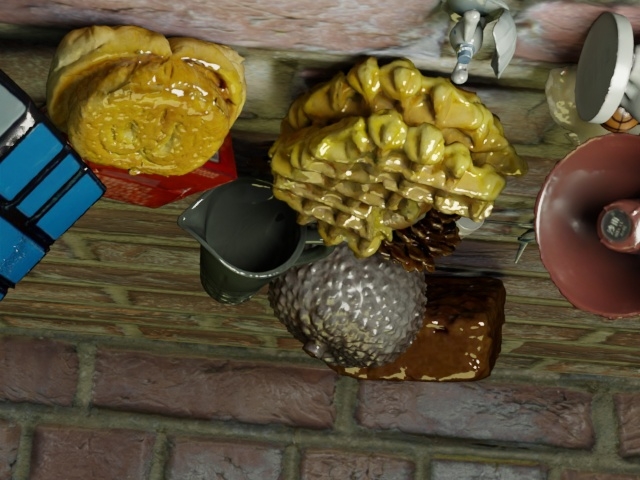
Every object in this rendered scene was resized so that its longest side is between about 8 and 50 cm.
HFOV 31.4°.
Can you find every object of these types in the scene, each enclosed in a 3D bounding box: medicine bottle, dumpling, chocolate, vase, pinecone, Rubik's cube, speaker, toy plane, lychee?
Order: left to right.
[{"bbox_3d":[-0.458,-0.086,1.270,0.293,0.283,0.288,38,172,15],"label":"Rubik's cube"},{"bbox_3d":[-0.268,-0.132,1.586,0.237,0.108,0.235,16,162,-34],"label":"chocolate"},{"bbox_3d":[-0.110,0.018,1.769,0.251,0.156,0.301,2,162,-12],"label":"vase"},{"bbox_3d":[0.055,0.085,1.967,0.300,0.300,0.300,4,165,1],"label":"lychee"},{"bbox_3d":[0.149,-0.035,1.763,0.173,0.174,0.173,4,165,1],"label":"pinecone"},{"bbox_3d":[0.234,-0.033,1.910,0.057,0.057,0.089,8,165,-13],"label":"medicine bottle"},{"bbox_3d":[0.385,-0.015,1.936,0.226,0.058,0.226,12,161,-15],"label":"toy plane"},{"bbox_3d":[0.415,-0.144,1.382,0.332,0.086,0.166,6,133,-7],"label":"dumpling"},{"bbox_3d":[0.442,-0.018,1.273,0.329,0.198,0.259,-1,176,-41],"label":"speaker"}]

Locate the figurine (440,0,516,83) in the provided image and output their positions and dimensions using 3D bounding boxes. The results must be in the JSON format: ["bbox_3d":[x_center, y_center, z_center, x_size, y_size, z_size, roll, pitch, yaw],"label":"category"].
[{"bbox_3d":[0.163,-0.214,1.183,0.082,0.086,0.094,4,166,9],"label":"figurine"}]

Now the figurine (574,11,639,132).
[{"bbox_3d":[0.402,-0.160,1.228,0.236,0.133,0.176,8,163,-6],"label":"figurine"}]

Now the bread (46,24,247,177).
[{"bbox_3d":[-0.208,-0.167,1.360,0.236,0.120,0.198,7,148,-18],"label":"bread"}]

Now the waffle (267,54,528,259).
[{"bbox_3d":[0.081,-0.101,1.454,0.261,0.151,0.324,33,149,-23],"label":"waffle"}]

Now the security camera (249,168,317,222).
[{"bbox_3d":[-0.072,-0.067,1.845,0.157,0.080,0.301,27,146,-22],"label":"security camera"}]

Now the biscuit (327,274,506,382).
[{"bbox_3d":[0.194,0.174,2.275,0.342,0.166,0.395,-2,-172,16],"label":"biscuit"}]

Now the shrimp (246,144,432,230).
[{"bbox_3d":[0.031,-0.081,1.680,0.287,0.063,0.152,5,128,17],"label":"shrimp"}]
